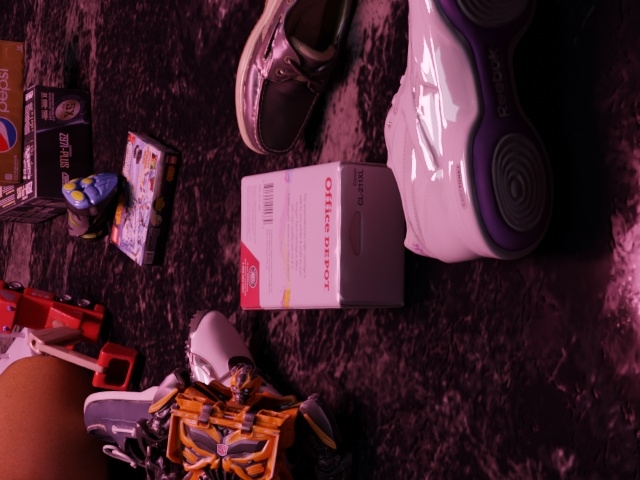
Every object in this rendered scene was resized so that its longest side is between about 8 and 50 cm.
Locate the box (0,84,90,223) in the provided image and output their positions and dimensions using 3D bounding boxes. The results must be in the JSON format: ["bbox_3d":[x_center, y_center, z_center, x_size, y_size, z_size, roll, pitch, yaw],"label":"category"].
[{"bbox_3d":[-0.370,-0.109,1.909,0.180,0.077,0.147,-17,73,56],"label":"box"}]

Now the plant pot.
[{"bbox_3d":[-0.346,0.269,1.718,0.237,0.237,0.254,-53,23,42],"label":"plant pot"}]

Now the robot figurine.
[{"bbox_3d":[-0.081,0.258,1.354,0.211,0.085,0.291,8,106,15],"label":"robot figurine"}]

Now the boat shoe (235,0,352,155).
[{"bbox_3d":[-0.020,-0.181,1.365,0.073,0.080,0.223,37,114,58],"label":"boat shoe"}]

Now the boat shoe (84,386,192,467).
[{"bbox_3d":[-0.184,0.207,1.588,0.254,0.095,0.079,-12,66,48],"label":"boat shoe"}]

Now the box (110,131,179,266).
[{"bbox_3d":[-0.204,-0.048,1.691,0.094,0.027,0.137,32,115,54],"label":"box"}]

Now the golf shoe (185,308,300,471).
[{"bbox_3d":[-0.068,0.149,1.434,0.094,0.077,0.198,-34,67,39],"label":"golf shoe"}]

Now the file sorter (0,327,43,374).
[{"bbox_3d":[-0.495,0.263,1.994,0.277,0.173,0.193,-47,50,46],"label":"file sorter"}]

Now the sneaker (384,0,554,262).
[{"bbox_3d":[0.094,-0.130,1.149,0.152,0.114,0.305,-14,76,55],"label":"sneaker"}]

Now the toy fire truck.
[{"bbox_3d":[-0.311,0.112,1.748,0.135,0.192,0.047,-92,18,-69],"label":"toy fire truck"}]

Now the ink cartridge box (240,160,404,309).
[{"bbox_3d":[0.000,0.000,1.326,0.175,0.072,0.127,-4,84,57],"label":"ink cartridge box"}]

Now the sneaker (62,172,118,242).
[{"bbox_3d":[-0.271,-0.038,1.744,0.188,0.067,0.078,173,85,-78],"label":"sneaker"}]

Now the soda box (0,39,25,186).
[{"bbox_3d":[-0.415,-0.161,1.852,0.058,0.061,0.181,-6,82,58],"label":"soda box"}]
